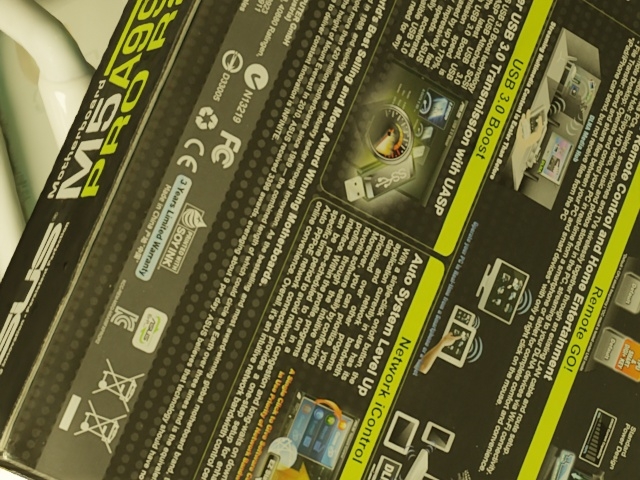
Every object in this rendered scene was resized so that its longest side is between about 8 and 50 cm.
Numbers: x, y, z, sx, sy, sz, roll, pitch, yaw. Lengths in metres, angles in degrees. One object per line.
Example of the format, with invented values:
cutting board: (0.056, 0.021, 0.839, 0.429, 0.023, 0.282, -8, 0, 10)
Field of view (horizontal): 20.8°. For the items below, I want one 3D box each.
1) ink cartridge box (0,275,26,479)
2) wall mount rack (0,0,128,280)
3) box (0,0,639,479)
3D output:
ink cartridge box: (-0.060, 0.143, 0.753, 0.186, 0.065, 0.311, 1, 93, 11)
wall mount rack: (0.000, 0.000, 0.622, 0.350, 0.130, 0.304, -30, 134, -24)
box: (0.049, -0.025, 0.490, 0.216, 0.060, 0.270, 27, 78, -25)
